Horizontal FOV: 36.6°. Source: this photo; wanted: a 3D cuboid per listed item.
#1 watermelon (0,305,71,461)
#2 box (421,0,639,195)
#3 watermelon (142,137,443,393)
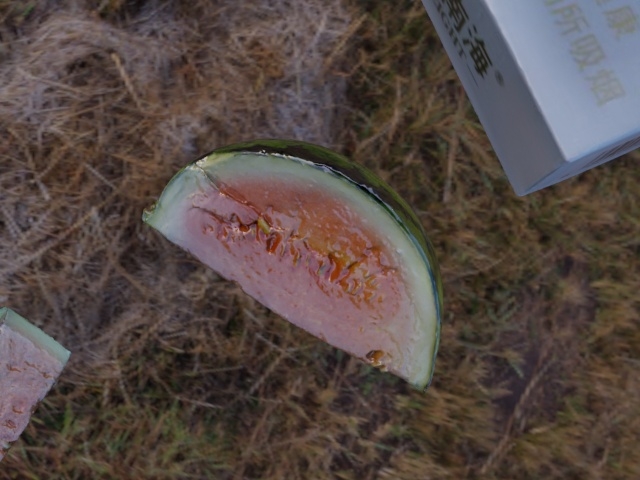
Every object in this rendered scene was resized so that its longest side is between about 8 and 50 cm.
[{"bbox_3d":[-0.422,0.225,1.154,0.193,0.257,0.140,-40,114,17],"label":"watermelon"},{"bbox_3d":[0.162,-0.136,0.398,0.242,0.067,0.155,-25,85,-9],"label":"box"},{"bbox_3d":[0.006,-0.009,0.465,0.163,0.069,0.087,31,64,-1],"label":"watermelon"}]
